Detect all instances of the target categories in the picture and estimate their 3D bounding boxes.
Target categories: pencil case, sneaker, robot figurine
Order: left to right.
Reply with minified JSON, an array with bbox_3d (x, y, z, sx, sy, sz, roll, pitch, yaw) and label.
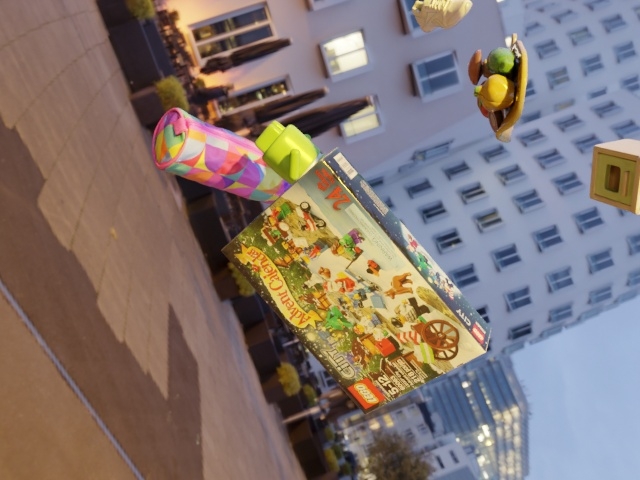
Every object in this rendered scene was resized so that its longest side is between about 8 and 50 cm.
[{"bbox_3d":[-0.148,-0.131,0.934,0.236,0.104,0.105,12,47,-45],"label":"pencil case"},{"bbox_3d":[-0.037,-0.118,0.836,0.115,0.067,0.101,41,20,-9],"label":"robot figurine"},{"bbox_3d":[0.231,-0.447,1.140,0.061,0.054,0.152,39,-10,-28],"label":"sneaker"}]

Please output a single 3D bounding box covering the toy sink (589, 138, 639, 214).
[{"bbox_3d":[0.826,-0.160,1.505,0.234,0.131,0.153,-137,-142,-61],"label":"toy sink"}]

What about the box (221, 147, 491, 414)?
[{"bbox_3d":[0.032,0.048,0.584,0.233,0.159,0.044,49,32,-4],"label":"box"}]

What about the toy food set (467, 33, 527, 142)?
[{"bbox_3d":[0.250,-0.224,0.853,0.218,0.071,0.128,-68,162,-59],"label":"toy food set"}]
